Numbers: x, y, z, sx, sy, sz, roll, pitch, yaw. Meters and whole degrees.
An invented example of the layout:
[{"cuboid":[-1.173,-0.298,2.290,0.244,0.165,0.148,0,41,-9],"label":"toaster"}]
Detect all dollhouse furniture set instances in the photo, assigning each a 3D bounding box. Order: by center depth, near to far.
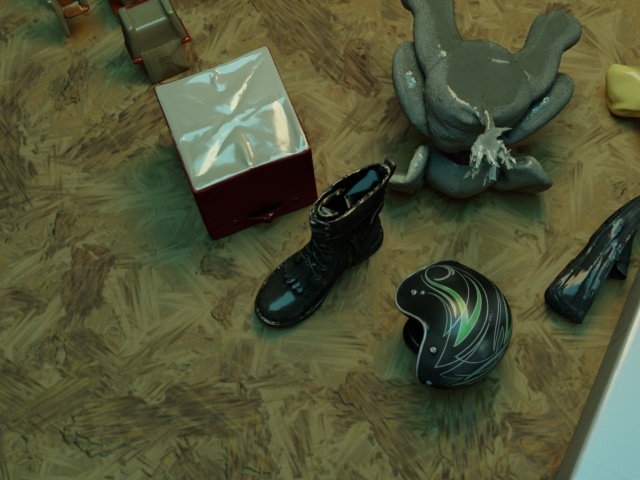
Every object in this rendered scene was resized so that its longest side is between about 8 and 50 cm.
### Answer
[{"cuboid":[-0.307,-0.400,1.730,0.262,0.135,0.259,-24,60,-6],"label":"dollhouse furniture set"}]

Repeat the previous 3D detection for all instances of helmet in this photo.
[{"cuboid":[0.189,0.125,1.484,0.169,0.169,0.161,-30,56,-8],"label":"helmet"}]

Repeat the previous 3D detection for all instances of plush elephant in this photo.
[{"cuboid":[0.223,-0.177,1.559,0.272,0.255,0.330,8,63,-4],"label":"plush elephant"}]

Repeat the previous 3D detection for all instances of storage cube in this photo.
[{"cuboid":[-0.121,-0.142,1.575,0.183,0.193,0.215,-21,70,-5],"label":"storage cube"}]

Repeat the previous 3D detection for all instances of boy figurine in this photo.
[{"cuboid":[0.564,-0.182,1.613,0.285,0.092,0.177,25,74,12],"label":"boy figurine"}]

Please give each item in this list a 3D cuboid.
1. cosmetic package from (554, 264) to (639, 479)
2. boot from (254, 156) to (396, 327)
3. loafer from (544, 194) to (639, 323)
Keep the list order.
[{"cuboid":[0.512,0.188,1.447,0.230,0.161,0.453,23,74,10],"label":"cosmetic package"},{"cuboid":[0.000,0.000,1.499,0.263,0.229,0.091,-42,74,-12],"label":"boot"},{"cuboid":[0.425,0.027,1.556,0.078,0.076,0.223,41,82,10],"label":"loafer"}]
